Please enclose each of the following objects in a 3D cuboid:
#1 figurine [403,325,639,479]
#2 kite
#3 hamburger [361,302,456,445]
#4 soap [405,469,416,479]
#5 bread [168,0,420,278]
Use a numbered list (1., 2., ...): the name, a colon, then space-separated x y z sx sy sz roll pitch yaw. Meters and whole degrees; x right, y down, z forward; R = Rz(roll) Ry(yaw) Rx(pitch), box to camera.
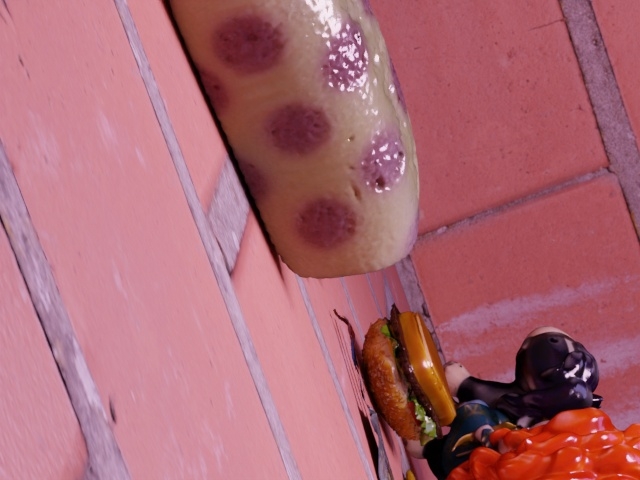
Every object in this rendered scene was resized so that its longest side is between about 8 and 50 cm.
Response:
1. figurine: 0.259 0.273 2.267 0.241 0.306 0.412 57 10 -31
2. kite: 0.055 0.193 1.981 0.141 0.015 0.245 66 8 -70
3. hamburger: 0.099 0.163 2.159 0.166 0.087 0.137 64 9 -47
4. soap: 0.111 0.303 2.199 0.089 0.012 0.034 -94 165 -72
5. bread: -0.015 -0.141 1.606 0.187 0.155 0.338 -95 167 -53
